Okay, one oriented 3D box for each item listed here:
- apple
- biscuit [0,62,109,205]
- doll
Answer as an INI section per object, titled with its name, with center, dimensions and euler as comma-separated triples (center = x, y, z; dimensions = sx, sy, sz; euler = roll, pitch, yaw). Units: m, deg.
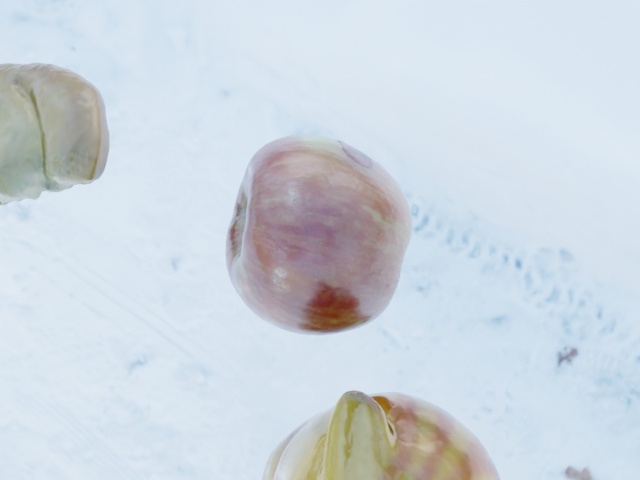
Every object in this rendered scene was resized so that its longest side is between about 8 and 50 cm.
[apple]
center = 0.000, 0.000, 0.694
dimensions = 0.131, 0.146, 0.146
euler = 13, 59, -13
[biscuit]
center = -0.297, -0.084, 0.813
dimensions = 0.299, 0.045, 0.154
euler = -14, 62, 27
[doll]
center = 0.042, 0.190, 0.684
dimensions = 0.167, 0.269, 0.162
euler = 28, 84, 2
